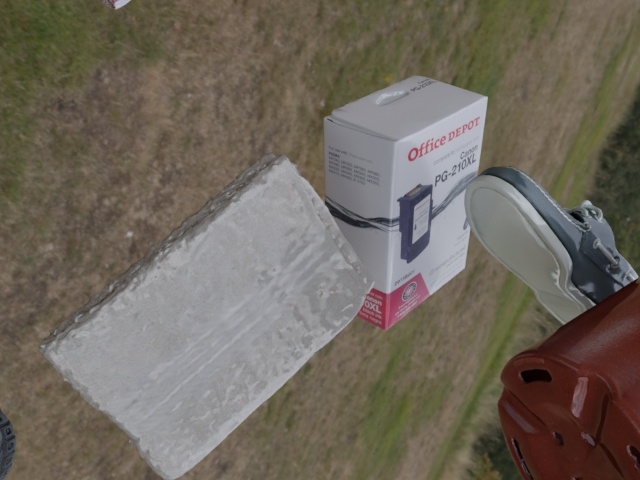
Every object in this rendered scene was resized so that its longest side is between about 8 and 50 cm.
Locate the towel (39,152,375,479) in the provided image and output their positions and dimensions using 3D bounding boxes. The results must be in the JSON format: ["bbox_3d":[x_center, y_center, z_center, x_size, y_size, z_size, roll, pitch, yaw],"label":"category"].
[{"bbox_3d":[-0.090,0.067,0.610,0.282,0.049,0.187,-40,115,-14],"label":"towel"}]

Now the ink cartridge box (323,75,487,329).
[{"bbox_3d":[0.095,-0.046,0.752,0.172,0.100,0.237,-31,133,-38],"label":"ink cartridge box"}]

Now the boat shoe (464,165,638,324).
[{"bbox_3d":[0.271,0.004,0.736,0.319,0.116,0.099,42,78,-34],"label":"boat shoe"}]

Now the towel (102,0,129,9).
[{"bbox_3d":[-0.263,-0.381,0.926,0.144,0.197,0.029,-37,135,-15],"label":"towel"}]

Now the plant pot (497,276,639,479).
[{"bbox_3d":[0.322,0.142,0.573,0.265,0.272,0.272,-21,139,-20],"label":"plant pot"}]

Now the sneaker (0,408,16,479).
[{"bbox_3d":[-0.444,0.183,0.780,0.109,0.130,0.286,-15,115,-34],"label":"sneaker"}]
